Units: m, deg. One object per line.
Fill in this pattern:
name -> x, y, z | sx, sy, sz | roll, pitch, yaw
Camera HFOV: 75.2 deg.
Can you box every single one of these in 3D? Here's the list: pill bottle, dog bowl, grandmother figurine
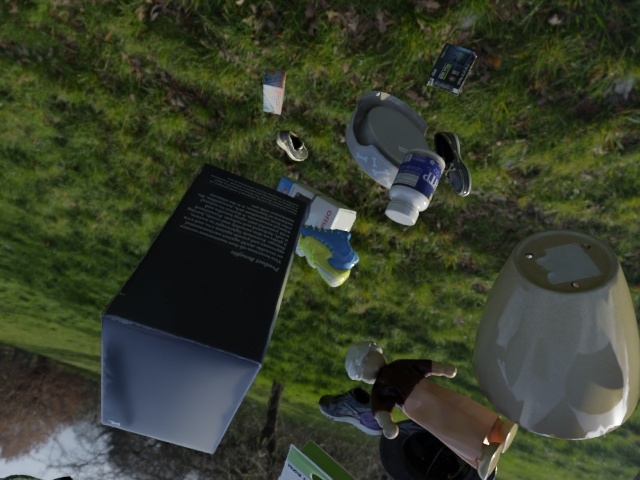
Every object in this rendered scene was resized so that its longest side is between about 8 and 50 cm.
pill bottle -> 0.248, -0.141, 1.111 | 0.112, 0.186, 0.112 | 25, 169, 5
dog bowl -> 0.231, -0.306, 1.317 | 0.349, 0.348, 0.102 | 16, 143, -26
grandmother figurine -> 0.181, 0.303, 0.806 | 0.208, 0.103, 0.343 | -19, -147, -41

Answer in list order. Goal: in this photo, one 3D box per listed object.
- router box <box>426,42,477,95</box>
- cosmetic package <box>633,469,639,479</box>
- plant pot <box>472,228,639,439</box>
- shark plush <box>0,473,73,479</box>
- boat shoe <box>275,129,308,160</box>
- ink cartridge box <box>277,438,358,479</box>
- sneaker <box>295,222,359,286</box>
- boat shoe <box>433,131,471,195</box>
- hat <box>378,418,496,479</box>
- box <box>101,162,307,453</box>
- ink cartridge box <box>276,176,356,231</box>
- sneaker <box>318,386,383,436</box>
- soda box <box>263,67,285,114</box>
router box -> 0.358, -0.467, 1.129 | 0.092, 0.122, 0.038 | 25, 169, 14
cosmetic package -> 0.478, 0.349, 0.527 | 0.127, 0.238, 0.107 | 27, 148, 55
plant pot -> 0.369, 0.124, 0.649 | 0.257, 0.256, 0.273 | -5, 131, 18
shark plush -> -0.369, 0.349, 0.565 | 0.067, 0.073, 0.161 | -43, 131, 1
boat shoe -> -0.105, -0.398, 1.751 | 0.074, 0.080, 0.224 | 2, 166, 29
ink cartridge box -> 0.026, 0.446, 0.734 | 0.189, 0.097, 0.255 | 33, 132, 22
sneaker -> 0.000, 0.000, 1.048 | 0.126, 0.240, 0.091 | -39, 165, -13
boat shoe -> 0.429, -0.252, 1.370 | 0.069, 0.227, 0.081 | -4, 164, -34
hat -> 0.351, 0.622, 1.264 | 0.332, 0.134, 0.331 | 6, 112, 16
box -> -0.166, 0.104, 0.618 | 0.183, 0.294, 0.296 | 21, 132, -7
ink cartridge box -> -0.050, -0.081, 1.601 | 0.308, 0.223, 0.129 | 33, -166, 32
sneaker -> 0.107, 0.538, 1.390 | 0.283, 0.124, 0.107 | -1, -168, 43
soda box -> -0.149, -0.474, 1.332 | 0.063, 0.058, 0.183 | 10, 170, -6
